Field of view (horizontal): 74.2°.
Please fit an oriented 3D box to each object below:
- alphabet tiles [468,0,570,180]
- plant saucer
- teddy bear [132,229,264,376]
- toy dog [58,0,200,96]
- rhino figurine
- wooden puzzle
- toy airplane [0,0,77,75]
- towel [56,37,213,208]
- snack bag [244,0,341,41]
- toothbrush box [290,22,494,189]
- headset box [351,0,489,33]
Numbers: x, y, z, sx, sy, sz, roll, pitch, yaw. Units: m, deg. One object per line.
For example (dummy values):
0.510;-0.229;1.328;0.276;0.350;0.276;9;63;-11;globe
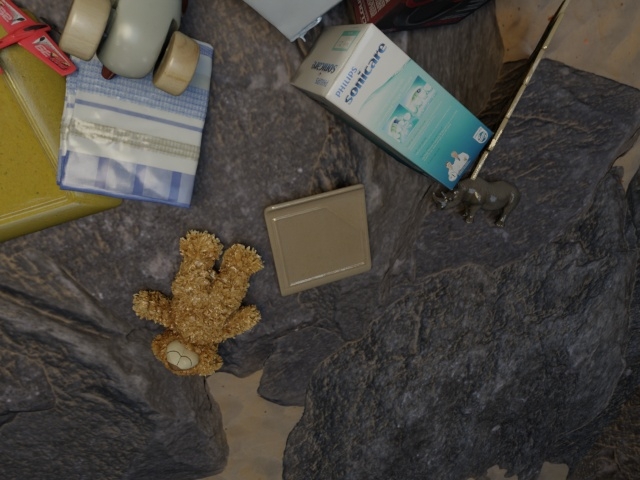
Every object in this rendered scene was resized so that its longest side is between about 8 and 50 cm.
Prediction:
0.373;-0.276;0.817;0.011;0.285;0.342;27;106;11;alphabet tiles
-0.537;-0.139;0.646;0.333;0.081;0.332;-20;120;-10;plant saucer
-0.244;0.142;0.868;0.245;0.113;0.338;36;99;-28;teddy bear
-0.247;-0.350;0.596;0.220;0.161;0.333;42;61;-35;toy dog
0.363;-0.098;0.991;0.244;0.073;0.106;5;116;-20;rhino figurine
0.000;0.000;0.930;0.221;0.044;0.238;-15;123;-13;wooden puzzle
-0.420;-0.273;0.578;0.151;0.151;0.028;32;136;-29;toy airplane
-0.294;-0.206;0.680;0.210;0.034;0.284;8;93;-22;towel
-0.044;-0.398;0.459;0.343;0.323;0.037;22;65;-41;snack bag
0.118;-0.237;0.754;0.296;0.216;0.126;27;104;-27;toothbrush box
0.192;-0.426;0.654;0.218;0.293;0.110;-18;98;-21;headset box
